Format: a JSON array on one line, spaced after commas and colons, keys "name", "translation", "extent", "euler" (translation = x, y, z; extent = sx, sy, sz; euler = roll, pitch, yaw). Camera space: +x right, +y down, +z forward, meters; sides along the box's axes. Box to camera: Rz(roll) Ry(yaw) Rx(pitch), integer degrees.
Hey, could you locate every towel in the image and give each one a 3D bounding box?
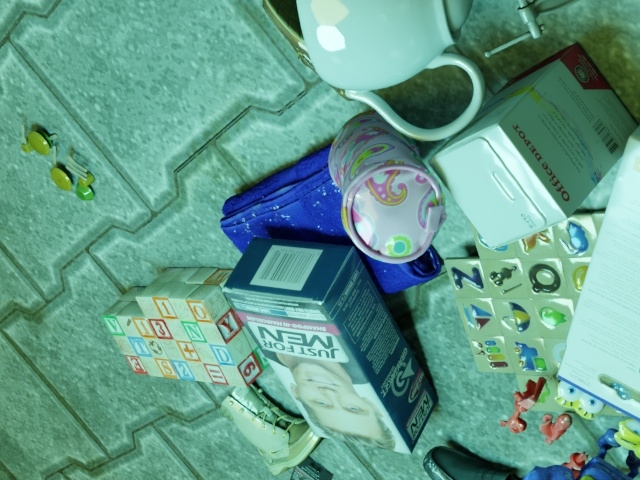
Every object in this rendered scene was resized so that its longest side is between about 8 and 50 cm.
[{"name": "towel", "translation": [0.000, 0.000, 1.871], "extent": [0.308, 0.076, 0.228], "euler": [-22, 106, 52]}]

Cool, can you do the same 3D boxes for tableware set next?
[{"name": "tableware set", "translation": [-0.433, -0.129, 2.228], "extent": [0.154, 0.024, 0.104], "euler": [33, 145, 16]}]

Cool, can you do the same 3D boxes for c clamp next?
[{"name": "c clamp", "translation": [0.210, -0.283, 1.371], "extent": [0.022, 0.137, 0.161], "euler": [-106, -5, -70]}]

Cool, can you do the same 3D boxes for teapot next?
[{"name": "teapot", "translation": [0.086, -0.275, 1.423], "extent": [0.187, 0.253, 0.256], "euler": [-2, 147, 14]}]

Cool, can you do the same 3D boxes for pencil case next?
[{"name": "pencil case", "translation": [0.075, -0.070, 1.572], "extent": [0.124, 0.284, 0.124], "euler": [-1, 106, -2]}]

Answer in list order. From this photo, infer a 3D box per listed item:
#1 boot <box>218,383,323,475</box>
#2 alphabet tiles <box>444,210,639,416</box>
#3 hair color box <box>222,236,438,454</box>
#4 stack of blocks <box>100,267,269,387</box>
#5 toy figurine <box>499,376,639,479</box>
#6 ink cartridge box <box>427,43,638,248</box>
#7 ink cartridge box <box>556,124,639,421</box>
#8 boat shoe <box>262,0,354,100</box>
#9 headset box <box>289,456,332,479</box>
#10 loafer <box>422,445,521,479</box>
[{"name": "boot", "translation": [-0.079, 0.295, 2.229], "extent": [0.165, 0.077, 0.213], "euler": [48, 147, 1]}, {"name": "alphabet tiles", "translation": [0.318, 0.094, 1.661], "extent": [0.342, 0.011, 0.285], "euler": [-2, 117, 40]}, {"name": "hair color box", "translation": [0.020, 0.152, 1.895], "extent": [0.173, 0.105, 0.347], "euler": [6, 142, 35]}, {"name": "stack of blocks", "translation": [-0.227, 0.138, 2.216], "extent": [0.297, 0.087, 0.171], "euler": [0, 123, 45]}, {"name": "toy figurine", "translation": [0.356, 0.365, 1.690], "extent": [0.362, 0.217, 0.191], "euler": [35, 145, -1]}, {"name": "ink cartridge box", "translation": [0.232, -0.101, 1.461], "extent": [0.128, 0.176, 0.127], "euler": [53, 143, -8]}, {"name": "ink cartridge box", "translation": [0.391, 0.052, 1.514], "extent": [0.175, 0.069, 0.371], "euler": [28, 132, 22]}, {"name": "boat shoe", "translation": [-0.008, -0.240, 1.663], "extent": [0.178, 0.064, 0.060], "euler": [44, 142, 0]}, {"name": "headset box", "translation": [-0.017, 0.409, 2.309], "extent": [0.062, 0.032, 0.083], "euler": [36, 144, 14]}, {"name": "loafer", "translation": [0.255, 0.360, 1.963], "extent": [0.223, 0.076, 0.078], "euler": [30, 136, 14]}]
